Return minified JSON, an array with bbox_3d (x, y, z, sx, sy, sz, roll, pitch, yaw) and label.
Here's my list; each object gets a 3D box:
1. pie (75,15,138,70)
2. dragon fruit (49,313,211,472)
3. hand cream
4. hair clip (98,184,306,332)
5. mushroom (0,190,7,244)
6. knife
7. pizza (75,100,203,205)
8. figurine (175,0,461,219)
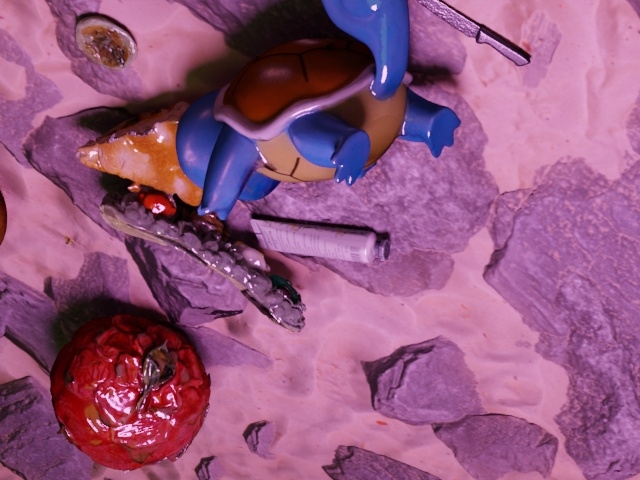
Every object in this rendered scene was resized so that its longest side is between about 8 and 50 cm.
[{"bbox_3d":[-0.266,-0.245,1.861,0.085,0.017,0.085,11,141,9],"label":"pie"},{"bbox_3d":[-0.287,0.239,2.292,0.244,0.244,0.299,7,150,15],"label":"dragon fruit"},{"bbox_3d":[0.000,0.000,2.037,0.195,0.042,0.067,8,149,22],"label":"hand cream"},{"bbox_3d":[-0.147,0.010,2.061,0.321,0.091,0.138,33,172,-19],"label":"hair clip"},{"bbox_3d":[-0.569,-0.042,2.143,0.253,0.153,0.253,4,138,4],"label":"mushroom"},{"bbox_3d":[0.163,-0.241,1.689,0.170,0.010,0.023,31,135,-12],"label":"knife"},{"bbox_3d":[-0.226,-0.120,1.956,0.194,0.069,0.154,4,139,19],"label":"pizza"},{"bbox_3d":[-0.009,-0.140,1.724,0.243,0.298,0.416,53,135,5],"label":"figurine"}]
